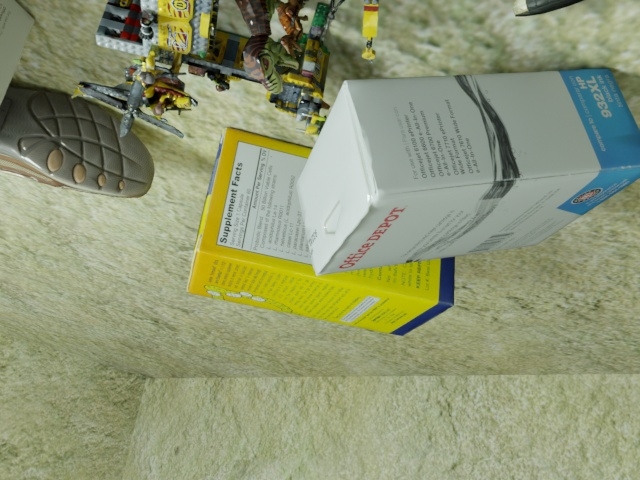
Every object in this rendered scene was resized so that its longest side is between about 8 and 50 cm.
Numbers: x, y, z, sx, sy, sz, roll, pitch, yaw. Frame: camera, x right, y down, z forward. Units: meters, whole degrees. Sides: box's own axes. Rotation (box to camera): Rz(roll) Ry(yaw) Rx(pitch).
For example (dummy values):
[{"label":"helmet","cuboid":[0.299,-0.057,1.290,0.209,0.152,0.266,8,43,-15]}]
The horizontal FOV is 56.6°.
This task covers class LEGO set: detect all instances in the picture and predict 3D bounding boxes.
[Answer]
[{"label":"LEGO set","cuboid":[-0.075,-0.179,0.518,0.255,0.192,0.331,16,155,-17]}]

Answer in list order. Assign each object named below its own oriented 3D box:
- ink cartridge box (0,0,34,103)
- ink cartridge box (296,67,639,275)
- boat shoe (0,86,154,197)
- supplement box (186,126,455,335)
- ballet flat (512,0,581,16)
[{"label":"ink cartridge box","cuboid":[-0.444,-0.217,0.573,0.171,0.168,0.232,-4,154,23]},{"label":"ink cartridge box","cuboid":[0.150,-0.070,0.659,0.308,0.128,0.223,-7,161,-18]},{"label":"boat shoe","cuboid":[-0.389,-0.137,0.816,0.325,0.123,0.116,22,160,-15]},{"label":"supplement box","cuboid":[0.000,0.000,0.891,0.357,0.194,0.195,13,155,-11]},{"label":"ballet flat","cuboid":[0.237,-0.237,0.494,0.057,0.049,0.173,-29,-173,-42]}]
